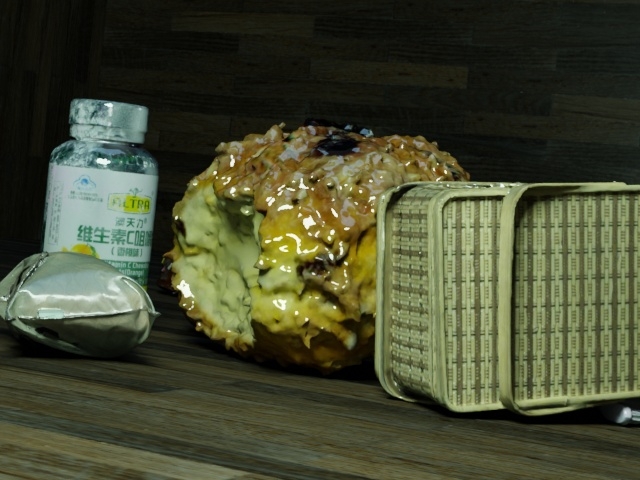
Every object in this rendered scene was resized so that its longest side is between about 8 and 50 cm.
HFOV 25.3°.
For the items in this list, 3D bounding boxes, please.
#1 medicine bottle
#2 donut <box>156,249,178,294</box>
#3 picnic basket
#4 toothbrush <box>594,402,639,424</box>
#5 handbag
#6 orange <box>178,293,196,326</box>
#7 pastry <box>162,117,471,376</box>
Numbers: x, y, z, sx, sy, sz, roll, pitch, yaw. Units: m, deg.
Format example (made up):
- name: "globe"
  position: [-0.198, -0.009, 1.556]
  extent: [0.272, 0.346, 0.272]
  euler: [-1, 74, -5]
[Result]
- name: "medicine bottle"
  position: [-0.282, -0.031, 1.816]
  extent: [0.141, 0.293, 0.141]
  euler: [6, 1, 0]
- name: "donut"
  position: [-0.186, 0.065, 2.634]
  extent: [0.235, 0.089, 0.235]
  euler: [6, -1, 0]
- name: "picnic basket"
  position: [0.220, 0.053, 1.459]
  extent: [0.313, 0.228, 0.175]
  euler: [-1, 2, -20]
- name: "toothbrush"
  position: [0.274, 0.168, 1.599]
  extent: [0.029, 0.024, 0.354]
  euler: [11, 0, -15]
- name: "handbag"
  position: [-0.279, 0.069, 1.569]
  extent: [0.183, 0.117, 0.270]
  euler: [-3, 5, -15]
- name: "orange"
  position: [-0.116, 0.069, 1.944]
  extent: [0.156, 0.124, 0.156]
  euler: [4, -2, 0]
- name: "pastry"
  position: [0.017, -0.001, 1.699]
  extent: [0.337, 0.292, 0.405]
  euler: [-9, 7, -26]
